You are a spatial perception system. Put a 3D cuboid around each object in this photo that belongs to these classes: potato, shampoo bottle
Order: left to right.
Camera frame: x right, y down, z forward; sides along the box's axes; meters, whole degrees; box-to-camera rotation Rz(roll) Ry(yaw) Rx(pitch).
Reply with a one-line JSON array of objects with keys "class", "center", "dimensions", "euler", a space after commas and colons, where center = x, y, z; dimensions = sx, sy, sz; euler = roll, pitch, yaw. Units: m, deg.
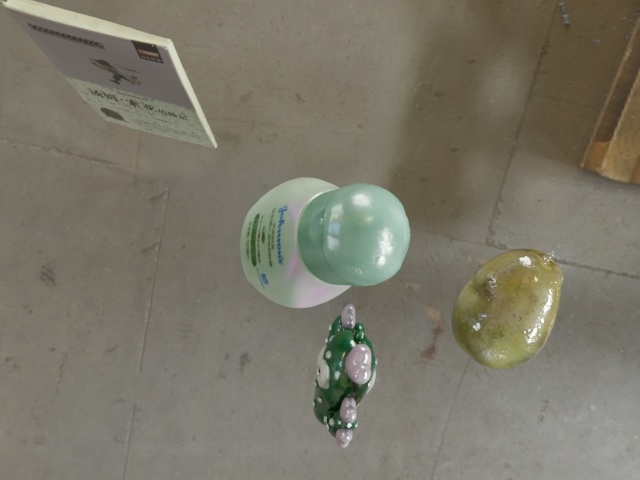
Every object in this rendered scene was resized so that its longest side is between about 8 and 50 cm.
[{"class": "shampoo bottle", "center": [0.000, 0.000, 0.813], "dimensions": [0.151, 0.349, 0.222], "euler": [9, 82, -30]}, {"class": "potato", "center": [0.361, 0.121, 0.967], "dimensions": [0.174, 0.159, 0.251], "euler": [24, 104, -22]}]

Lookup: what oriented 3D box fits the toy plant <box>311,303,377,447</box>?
[{"class": "toy plant", "center": [0.046, 0.257, 0.985], "dimensions": [0.112, 0.232, 0.243], "euler": [11, 96, -11]}]

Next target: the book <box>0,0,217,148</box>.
[{"class": "book", "center": [-0.165, -0.133, 0.443], "dimensions": [0.127, 0.181, 0.014], "euler": [16, 77, 3]}]
